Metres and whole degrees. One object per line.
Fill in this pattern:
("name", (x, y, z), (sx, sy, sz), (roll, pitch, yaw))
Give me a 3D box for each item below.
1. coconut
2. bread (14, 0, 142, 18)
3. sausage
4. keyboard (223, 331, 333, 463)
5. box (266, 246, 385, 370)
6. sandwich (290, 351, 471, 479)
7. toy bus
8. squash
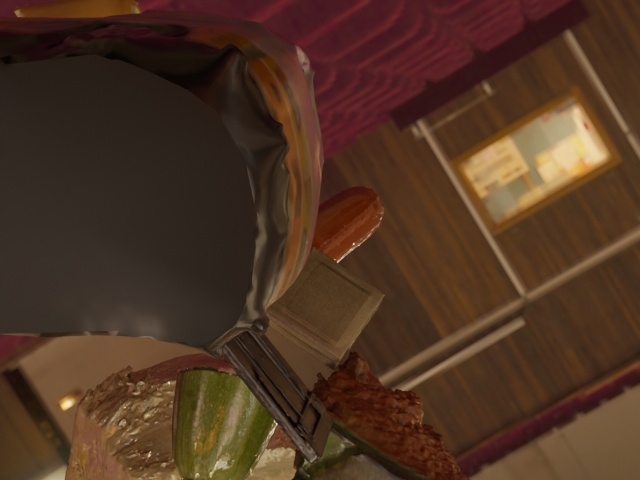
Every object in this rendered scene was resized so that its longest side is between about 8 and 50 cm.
("coconut", (-0.149, 0.286, 1.634), (0.309, 0.297, 0.297), (-10, 170, -34))
("bread", (-0.321, -0.275, 1.708), (0.173, 0.134, 0.085), (-11, 145, 6))
("sausage", (0.000, 0.000, 1.577), (0.197, 0.076, 0.076), (-40, -173, -32))
("keyboard", (-0.060, 0.067, 0.904), (0.013, 0.204, 0.061), (-35, -170, 21))
("box", (0.001, 0.060, 1.140), (0.079, 0.083, 0.035), (-53, 172, -25))
("sandwich", (0.058, 0.206, 1.121), (0.109, 0.185, 0.160), (-58, -173, 28))
("toy bus", (-0.177, -0.052, 0.695), (0.386, 0.171, 0.162), (4, -158, 19))
("squash", (-0.095, 0.189, 1.102), (0.105, 0.105, 0.132), (-26, -137, 59))
